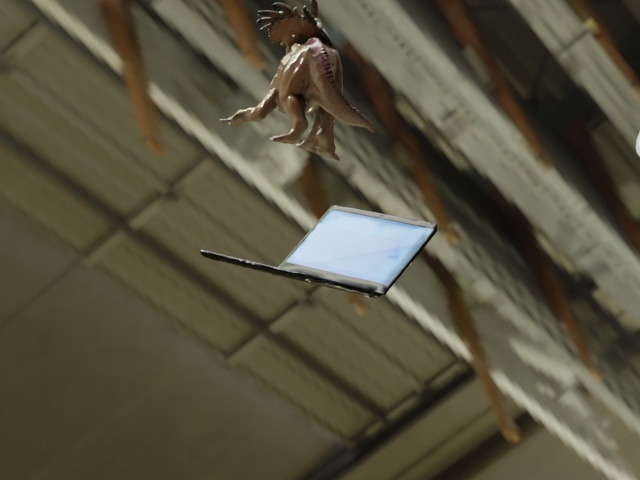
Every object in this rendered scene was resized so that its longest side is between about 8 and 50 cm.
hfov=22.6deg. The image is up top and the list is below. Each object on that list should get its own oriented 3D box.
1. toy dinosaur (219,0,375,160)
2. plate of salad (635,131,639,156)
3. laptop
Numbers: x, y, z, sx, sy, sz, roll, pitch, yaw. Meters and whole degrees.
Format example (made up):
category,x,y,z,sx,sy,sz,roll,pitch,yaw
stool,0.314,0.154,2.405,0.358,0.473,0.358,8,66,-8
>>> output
category,x,y,z,sx,sy,sz,roll,pitch,yaw
toy dinosaur,-0.018,-0.222,2.099,0.127,0.200,0.295,16,-176,-27
plate of salad,0.579,-0.209,2.564,0.048,0.200,0.200,43,-163,-19
laptop,0.000,0.000,2.427,0.234,0.137,0.264,11,177,44
